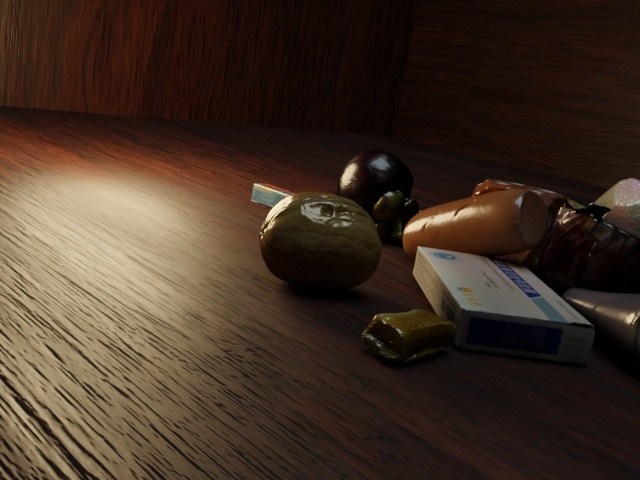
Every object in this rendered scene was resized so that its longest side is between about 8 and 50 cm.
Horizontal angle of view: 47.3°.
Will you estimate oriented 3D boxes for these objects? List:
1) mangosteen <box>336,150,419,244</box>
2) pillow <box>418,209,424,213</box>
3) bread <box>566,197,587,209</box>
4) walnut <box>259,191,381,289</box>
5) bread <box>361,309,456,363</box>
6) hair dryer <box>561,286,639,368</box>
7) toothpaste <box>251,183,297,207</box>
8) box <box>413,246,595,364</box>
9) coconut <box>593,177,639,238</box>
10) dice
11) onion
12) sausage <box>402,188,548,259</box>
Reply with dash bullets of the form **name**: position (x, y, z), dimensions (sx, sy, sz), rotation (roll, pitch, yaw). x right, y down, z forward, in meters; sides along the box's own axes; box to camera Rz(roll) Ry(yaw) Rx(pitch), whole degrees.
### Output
- **mangosteen**: position (0.136, -0.091, 1.633), dimensions (0.194, 0.194, 0.230), rotation (-3, 44, -43)
- **pillow**: position (0.240, -0.045, 1.787), dimensions (0.113, 0.038, 0.203), rotation (7, 14, -12)
- **bread**: position (0.631, -0.037, 1.847), dimensions (0.190, 0.123, 0.244), rotation (13, 14, 7)
- **walnut**: position (0.000, 0.000, 1.195), dimensions (0.197, 0.165, 0.165), rotation (14, 12, -15)
- **bread**: position (0.121, 0.127, 0.979), dimensions (0.074, 0.053, 0.132), rotation (26, 21, 39)
- **hair dryer**: position (0.587, 0.158, 1.139), dimensions (0.361, 0.121, 0.301), rotation (15, 3, -19)
- **toothpaste**: position (-0.076, -0.095, 1.766), dimensions (0.193, 0.044, 0.070), rotation (21, 16, 39)
- **box**: position (0.279, 0.094, 1.188), dimensions (0.200, 0.065, 0.343), rotation (9, 14, -5)
- **coconut**: position (0.694, -0.023, 1.627), dimensions (0.230, 0.227, 0.227), rotation (19, 16, 14)
- **dice**: position (0.423, -0.035, 1.583), dimensions (0.174, 0.175, 0.179), rotation (18, 17, 36)
- **onion**: position (0.513, 0.067, 1.305), dimensions (0.280, 0.146, 0.314), rotation (35, -5, 23)
- **sausage**: position (0.286, -0.022, 1.403), dimensions (0.121, 0.121, 0.304), rotation (-1, -6, -38)
